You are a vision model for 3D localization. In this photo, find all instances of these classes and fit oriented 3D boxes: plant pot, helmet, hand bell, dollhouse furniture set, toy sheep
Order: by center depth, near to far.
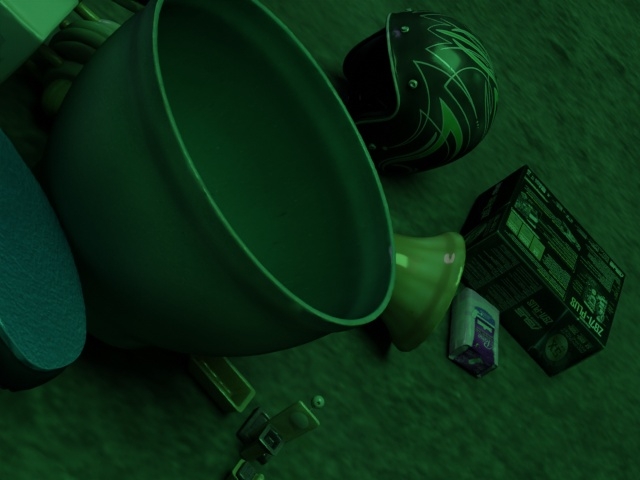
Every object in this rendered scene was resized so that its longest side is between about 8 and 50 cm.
[{"bbox_3d":[-0.103,-0.030,1.090,0.293,0.196,0.293,43,31,-34],"label":"plant pot"},{"bbox_3d":[-0.058,0.128,1.134,0.114,0.081,0.091,50,36,-7],"label":"dollhouse furniture set"},{"bbox_3d":[-0.194,-0.150,1.197,0.091,0.091,0.132,44,55,-15],"label":"toy sheep"},{"bbox_3d":[0.000,0.000,1.312,0.242,0.126,0.126,25,44,-16],"label":"hand bell"},{"bbox_3d":[0.106,-0.158,1.478,0.169,0.161,0.169,29,43,-31],"label":"helmet"}]

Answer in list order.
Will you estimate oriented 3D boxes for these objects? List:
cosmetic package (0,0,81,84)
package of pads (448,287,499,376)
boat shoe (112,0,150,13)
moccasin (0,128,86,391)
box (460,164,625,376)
[{"bbox_3d":[-0.273,-0.212,1.101,0.151,0.151,0.183,45,38,-15],"label":"cosmetic package"},{"bbox_3d":[0.158,0.094,1.449,0.050,0.032,0.083,34,41,-23],"label":"package of pads"},{"bbox_3d":[-0.175,-0.233,1.044,0.206,0.065,0.075,22,49,-40],"label":"boat shoe"},{"bbox_3d":[-0.282,-0.037,0.991,0.342,0.117,0.138,59,24,14],"label":"moccasin"},{"bbox_3d":[0.241,0.032,1.553,0.180,0.077,0.147,46,37,-12],"label":"box"}]
